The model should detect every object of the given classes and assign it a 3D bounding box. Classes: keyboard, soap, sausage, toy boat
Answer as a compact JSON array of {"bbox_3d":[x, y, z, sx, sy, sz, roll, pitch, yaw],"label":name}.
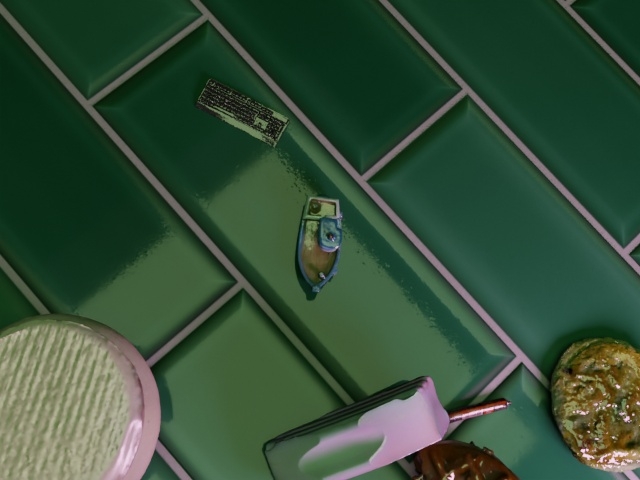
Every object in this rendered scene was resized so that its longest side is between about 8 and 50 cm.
[{"bbox_3d":[-0.167,-0.275,1.656,0.196,0.015,0.074,28,76,0],"label":"keyboard"},{"bbox_3d":[0.065,0.369,1.447,0.323,0.193,0.109,-24,84,16],"label":"soap"},{"bbox_3d":[0.293,0.350,1.564,0.198,0.025,0.028,-13,111,-9],"label":"sausage"},{"bbox_3d":[0.000,0.000,1.570,0.088,0.102,0.215,6,77,-3],"label":"toy boat"}]

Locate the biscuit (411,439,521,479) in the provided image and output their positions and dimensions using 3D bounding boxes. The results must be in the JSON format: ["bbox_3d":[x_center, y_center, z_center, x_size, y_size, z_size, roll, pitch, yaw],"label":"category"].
[{"bbox_3d":[0.283,0.564,1.437,0.268,0.115,0.367,5,80,18],"label":"biscuit"}]

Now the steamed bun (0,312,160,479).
[{"bbox_3d":[-0.465,0.319,1.367,0.374,0.241,0.375,0,77,-2],"label":"steamed bun"}]

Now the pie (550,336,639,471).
[{"bbox_3d":[0.599,0.331,1.578,0.276,0.078,0.277,2,77,-9],"label":"pie"}]
